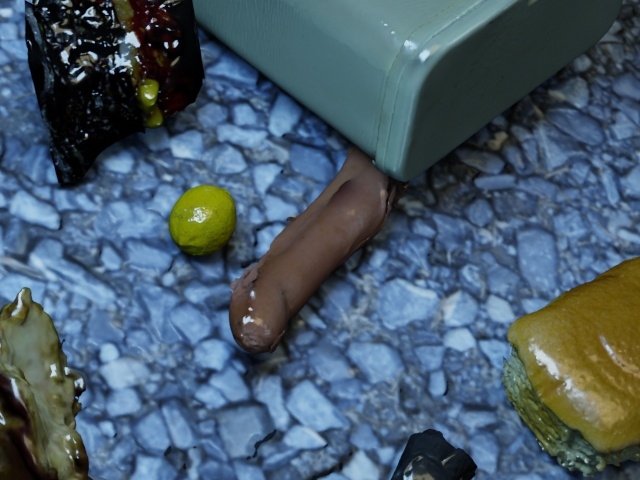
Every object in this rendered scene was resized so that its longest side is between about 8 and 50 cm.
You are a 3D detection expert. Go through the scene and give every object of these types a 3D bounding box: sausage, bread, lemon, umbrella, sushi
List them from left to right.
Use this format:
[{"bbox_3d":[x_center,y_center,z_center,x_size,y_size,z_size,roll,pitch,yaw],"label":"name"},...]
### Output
[{"bbox_3d":[-0.188,-0.177,1.673,0.150,0.153,0.172,-9,42,-2],"label":"sushi"},{"bbox_3d":[-0.108,-0.020,1.658,0.062,0.062,0.083,36,52,5],"label":"lemon"},{"bbox_3d":[0.000,0.000,1.676,0.078,0.078,0.304,37,54,6],"label":"sausage"},{"bbox_3d":[0.055,0.262,1.546,0.066,0.059,0.236,24,55,23],"label":"umbrella"},{"bbox_3d":[0.291,0.113,1.675,0.245,0.121,0.174,-23,71,-26],"label":"bread"}]

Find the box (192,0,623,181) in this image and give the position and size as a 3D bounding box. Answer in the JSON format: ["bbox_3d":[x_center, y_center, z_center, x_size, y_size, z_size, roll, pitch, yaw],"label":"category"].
[{"bbox_3d":[0.072,-0.273,1.765,0.344,0.177,0.352,36,54,25],"label":"box"}]

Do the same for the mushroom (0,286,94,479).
[{"bbox_3d":[-0.339,0.235,1.254,0.334,0.356,0.331,-11,86,-26],"label":"mushroom"}]

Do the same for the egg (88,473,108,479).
[{"bbox_3d":[-0.176,0.270,1.408,0.146,0.146,0.199,-24,66,-29],"label":"egg"}]
